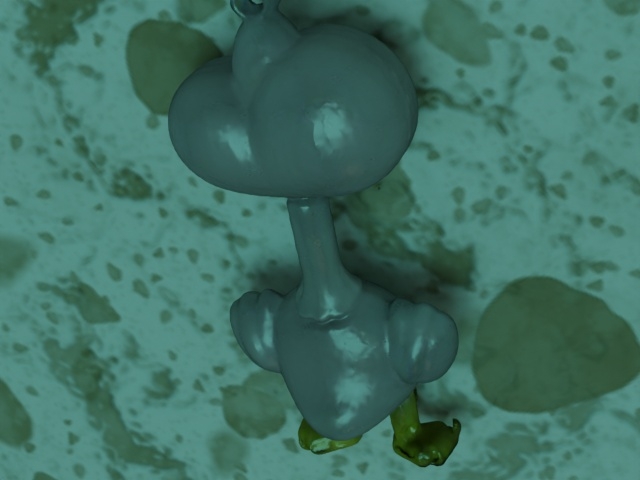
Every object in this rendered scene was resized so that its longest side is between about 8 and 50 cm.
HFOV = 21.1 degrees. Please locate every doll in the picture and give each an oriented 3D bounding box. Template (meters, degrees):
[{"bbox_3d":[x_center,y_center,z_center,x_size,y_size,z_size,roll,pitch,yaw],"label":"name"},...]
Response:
[{"bbox_3d":[0.000,0.000,1.087,0.160,0.094,0.365,3,123,26],"label":"doll"}]
